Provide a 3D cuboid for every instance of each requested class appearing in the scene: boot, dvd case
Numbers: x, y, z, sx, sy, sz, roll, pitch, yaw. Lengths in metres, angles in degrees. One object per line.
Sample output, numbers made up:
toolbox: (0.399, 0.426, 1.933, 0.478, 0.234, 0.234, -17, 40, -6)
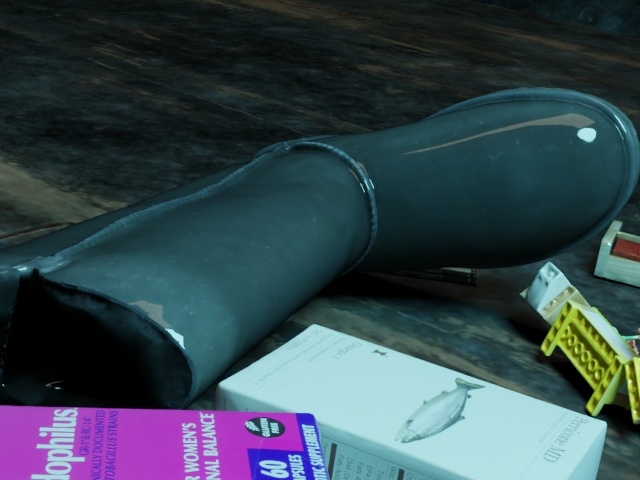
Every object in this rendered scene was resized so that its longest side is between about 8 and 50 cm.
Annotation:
boot: (-0.002, 0.001, 0.810, 0.367, 0.146, 0.445, -10, 7, 29)
dvd case: (0.088, 0.013, 1.085, 0.119, 0.013, 0.087, 9, 20, 4)

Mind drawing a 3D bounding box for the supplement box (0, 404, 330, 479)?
supplement box: (-0.107, 0.146, 0.503, 0.220, 0.114, 0.111, 2, 21, -10)

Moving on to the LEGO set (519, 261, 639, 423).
LEGO set: (0.261, 0.078, 0.836, 0.107, 0.132, 0.287, 17, -14, -22)

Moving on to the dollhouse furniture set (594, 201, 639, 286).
dollhouse furniture set: (0.356, -0.006, 1.055, 0.184, 0.129, 0.129, 15, 21, 18)

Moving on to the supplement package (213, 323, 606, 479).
supplement package: (0.042, 0.129, 0.606, 0.179, 0.105, 0.105, 17, 21, 25)
